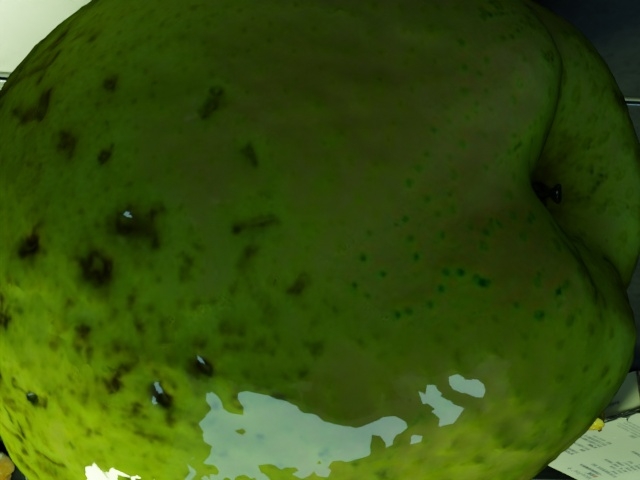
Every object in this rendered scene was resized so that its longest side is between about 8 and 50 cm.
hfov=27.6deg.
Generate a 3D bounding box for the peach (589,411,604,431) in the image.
[{"bbox_3d":[0.238,0.157,1.304,0.098,0.061,0.098,9,158,4],"label":"peach"}]

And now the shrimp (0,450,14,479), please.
[{"bbox_3d":[-0.409,0.284,1.531,0.115,0.051,0.217,-5,147,4],"label":"shrimp"}]

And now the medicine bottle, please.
[{"bbox_3d":[0.319,0.213,1.411,0.171,0.052,0.201,-24,144,34],"label":"medicine bottle"}]

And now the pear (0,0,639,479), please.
[{"bbox_3d":[0.000,0.000,0.741,0.391,0.391,0.391,0,150,0],"label":"pear"}]
